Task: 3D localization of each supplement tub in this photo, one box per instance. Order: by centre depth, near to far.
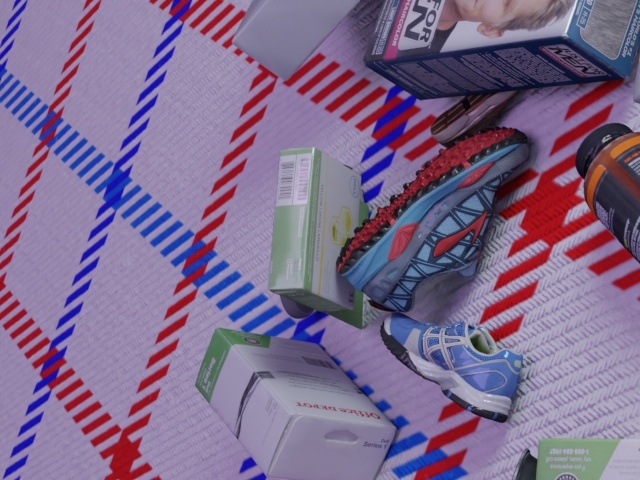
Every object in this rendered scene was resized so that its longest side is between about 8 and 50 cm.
[{"bbox_3d":[0.326,-0.037,1.477,0.106,0.106,0.198,-60,38,23],"label":"supplement tub"}]

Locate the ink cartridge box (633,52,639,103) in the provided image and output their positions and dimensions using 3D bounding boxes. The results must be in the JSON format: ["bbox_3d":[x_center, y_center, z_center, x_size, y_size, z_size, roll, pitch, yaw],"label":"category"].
[{"bbox_3d":[0.393,-0.292,1.337,0.385,0.091,0.308,149,132,-82],"label":"ink cartridge box"}]

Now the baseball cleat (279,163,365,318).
[{"bbox_3d":[0.000,0.000,1.963,0.109,0.072,0.206,0,81,51],"label":"baseball cleat"}]

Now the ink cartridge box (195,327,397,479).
[{"bbox_3d":[-0.033,0.203,1.860,0.219,0.160,0.092,44,116,52],"label":"ink cartridge box"}]

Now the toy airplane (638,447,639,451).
[{"bbox_3d":[0.442,0.193,1.143,0.386,0.272,0.384,28,118,18],"label":"toy airplane"}]

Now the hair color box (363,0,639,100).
[{"bbox_3d":[0.210,-0.263,1.694,0.347,0.105,0.174,1,68,55],"label":"hair color box"}]

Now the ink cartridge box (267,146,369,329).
[{"bbox_3d":[0.021,0.003,1.819,0.056,0.235,0.171,-4,74,30],"label":"ink cartridge box"}]

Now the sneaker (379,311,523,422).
[{"bbox_3d":[0.150,0.126,1.709,0.211,0.080,0.081,32,99,44],"label":"sneaker"}]

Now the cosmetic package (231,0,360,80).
[{"bbox_3d":[0.057,-0.412,1.903,0.377,0.097,0.284,-43,21,39],"label":"cosmetic package"}]

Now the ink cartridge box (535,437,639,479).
[{"bbox_3d":[0.294,0.361,1.372,0.207,0.119,0.353,-9,71,53],"label":"ink cartridge box"}]

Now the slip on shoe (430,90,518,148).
[{"bbox_3d":[0.191,-0.152,1.770,0.135,0.041,0.051,-38,29,19],"label":"slip on shoe"}]

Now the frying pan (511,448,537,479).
[{"bbox_3d":[0.179,0.369,1.519,0.053,0.197,0.326,13,93,14],"label":"frying pan"}]

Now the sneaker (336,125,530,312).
[{"bbox_3d":[0.147,-0.021,1.744,0.262,0.125,0.104,-41,18,10],"label":"sneaker"}]
